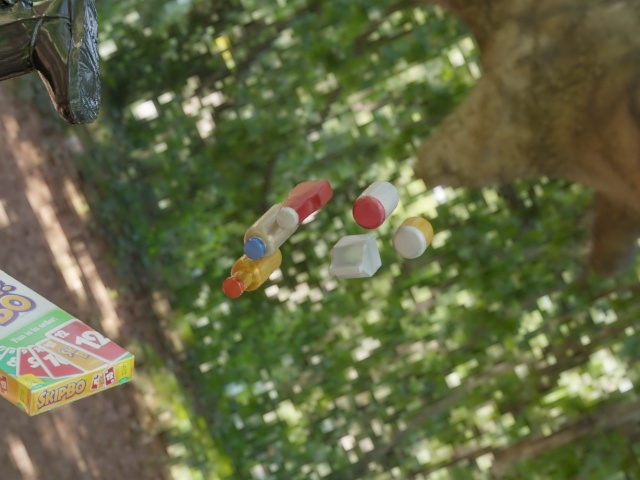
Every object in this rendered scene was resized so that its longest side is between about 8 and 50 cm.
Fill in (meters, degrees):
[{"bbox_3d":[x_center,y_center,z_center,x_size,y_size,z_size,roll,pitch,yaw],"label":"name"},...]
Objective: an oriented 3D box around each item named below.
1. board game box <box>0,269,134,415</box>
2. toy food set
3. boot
[{"bbox_3d":[-0.313,0.088,1.521,0.259,0.124,0.039,25,-62,37],"label":"board game box"},{"bbox_3d":[0.000,0.000,1.735,0.104,0.232,0.111,-46,128,-58],"label":"toy food set"},{"bbox_3d":[-0.200,-0.119,1.038,0.045,0.099,0.121,73,9,-55],"label":"boot"}]
